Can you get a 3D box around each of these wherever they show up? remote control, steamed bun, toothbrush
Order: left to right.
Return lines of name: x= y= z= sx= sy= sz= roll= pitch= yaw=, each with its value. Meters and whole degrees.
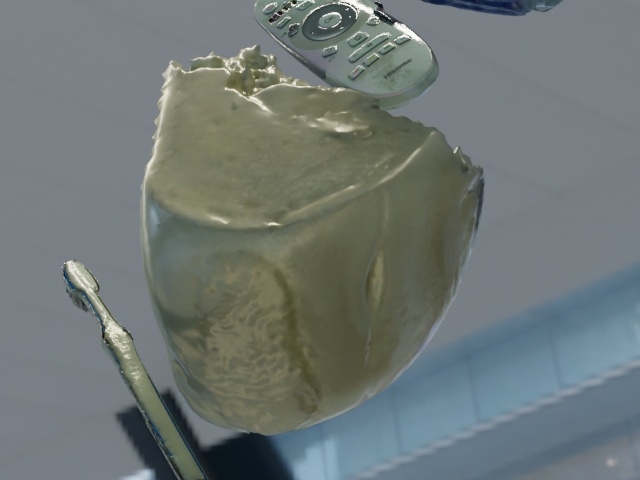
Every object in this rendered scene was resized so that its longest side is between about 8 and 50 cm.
toothbrush: x=-0.153 y=0.101 z=1.303 sx=0.026 sy=0.294 sz=0.028 roll=-14 pitch=-53 yaw=-23
steamed bun: x=0.000 y=0.000 z=1.352 sx=0.272 sy=0.273 sz=0.290 roll=-3 pitch=-43 yaw=15
remote control: x=0.023 y=-0.189 z=1.545 sx=0.097 sy=0.256 sz=0.045 roll=-34 pitch=-45 yaw=-12

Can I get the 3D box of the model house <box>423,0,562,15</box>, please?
model house: x=0.104 y=-0.327 z=1.265 sx=0.252 sy=0.295 sz=0.329 roll=15 pitch=15 yaw=12
